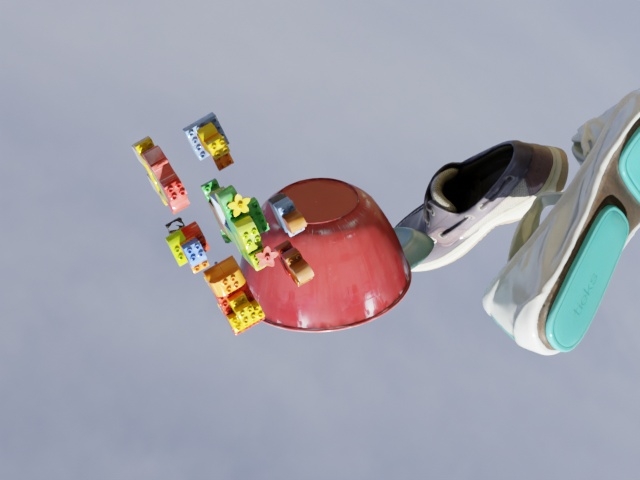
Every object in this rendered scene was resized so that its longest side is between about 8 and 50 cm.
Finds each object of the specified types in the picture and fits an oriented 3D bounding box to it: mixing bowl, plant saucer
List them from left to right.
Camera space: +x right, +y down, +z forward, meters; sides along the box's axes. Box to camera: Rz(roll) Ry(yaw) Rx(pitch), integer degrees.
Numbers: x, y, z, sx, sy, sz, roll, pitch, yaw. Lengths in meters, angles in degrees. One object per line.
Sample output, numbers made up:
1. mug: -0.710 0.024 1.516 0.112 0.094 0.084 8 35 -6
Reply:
1. mixing bowl: 0.000 0.000 1.579 0.181 0.098 0.181 -3 -147 2
2. plant saucer: 0.065 0.016 1.715 0.021 0.119 0.119 66 -159 -19

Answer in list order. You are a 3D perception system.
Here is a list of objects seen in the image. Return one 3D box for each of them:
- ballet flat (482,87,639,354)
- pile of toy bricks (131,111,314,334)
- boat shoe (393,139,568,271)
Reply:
1. ballet flat: 0.310 -0.056 1.762 0.139 0.400 0.139 33 166 9
2. pile of toy bricks: -0.070 -0.009 1.374 0.212 0.118 0.105 65 169 -28
3. boat shoe: 0.171 -0.050 1.903 0.092 0.285 0.103 28 -126 -30
